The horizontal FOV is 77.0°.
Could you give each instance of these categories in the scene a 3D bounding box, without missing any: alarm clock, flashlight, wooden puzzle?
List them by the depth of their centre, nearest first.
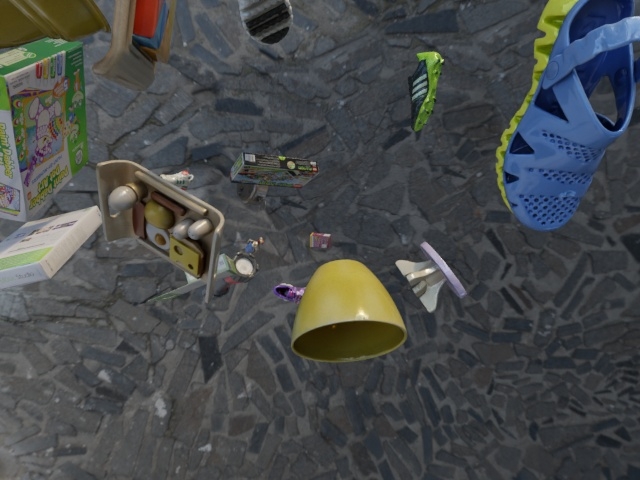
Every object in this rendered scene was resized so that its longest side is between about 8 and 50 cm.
[{"bbox_3d":[-0.183,-0.288,0.447,0.044,0.221,0.238,14,101,-18],"label":"wooden puzzle"},{"bbox_3d":[-0.234,-0.177,1.404,0.129,0.064,0.192,-51,56,27],"label":"alarm clock"},{"bbox_3d":[-0.323,0.135,1.439,0.103,0.304,0.103,35,54,-14],"label":"flashlight"}]

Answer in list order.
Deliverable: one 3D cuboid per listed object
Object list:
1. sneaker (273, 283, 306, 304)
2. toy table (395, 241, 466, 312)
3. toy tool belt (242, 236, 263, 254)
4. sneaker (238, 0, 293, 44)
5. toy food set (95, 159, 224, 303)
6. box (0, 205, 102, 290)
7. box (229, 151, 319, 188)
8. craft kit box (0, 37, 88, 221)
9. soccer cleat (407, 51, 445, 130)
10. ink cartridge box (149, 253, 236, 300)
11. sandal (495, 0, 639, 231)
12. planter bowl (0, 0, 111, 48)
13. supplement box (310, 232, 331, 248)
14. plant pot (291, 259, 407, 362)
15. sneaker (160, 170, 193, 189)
[{"bbox_3d":[-0.072,0.176,1.264,0.170,0.071,0.068,7,85,16],"label":"sneaker"},{"bbox_3d":[0.443,0.153,1.646,0.161,0.274,0.252,-34,139,5],"label":"toy table"},{"bbox_3d":[-0.243,0.018,1.436,0.051,0.083,0.052,8,59,-33],"label":"toy tool belt"},{"bbox_3d":[-0.137,-0.516,0.795,0.110,0.292,0.118,-20,70,8],"label":"sneaker"},{"bbox_3d":[-0.345,-0.012,0.860,0.306,0.092,0.219,30,131,13],"label":"toy food set"},{"bbox_3d":[-0.763,0.019,1.084,0.233,0.322,0.058,-13,118,4],"label":"box"},{"bbox_3d":[-0.121,-0.181,1.060,0.207,0.114,0.036,1,74,-28],"label":"box"},{"bbox_3d":[-0.485,-0.200,0.699,0.061,0.249,0.246,14,124,-13],"label":"craft kit box"},{"bbox_3d":[0.238,-0.352,0.956,0.060,0.072,0.178,-7,114,-49],"label":"soccer cleat"},{"bbox_3d":[-0.376,0.113,1.194,0.235,0.171,0.056,-20,84,-7],"label":"ink cartridge box"},{"bbox_3d":[0.316,-0.148,0.504,0.126,0.138,0.317,-5,120,-3],"label":"sandal"},{"bbox_3d":[-0.282,-0.215,0.299,0.217,0.217,0.090,40,85,-8],"label":"planter bowl"},{"bbox_3d":[0.000,0.000,1.702,0.084,0.043,0.054,6,108,11],"label":"supplement box"},{"bbox_3d":[0.030,0.081,0.491,0.134,0.134,0.095,0,56,-6],"label":"plant pot"},{"bbox_3d":[-0.562,-0.248,1.581,0.057,0.161,0.075,46,100,14],"label":"sneaker"}]
